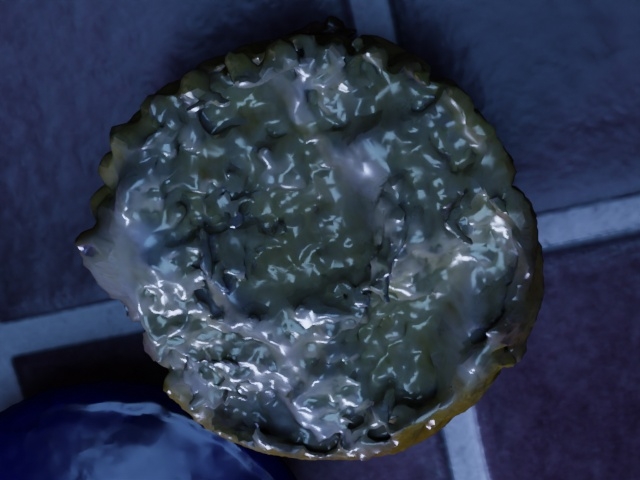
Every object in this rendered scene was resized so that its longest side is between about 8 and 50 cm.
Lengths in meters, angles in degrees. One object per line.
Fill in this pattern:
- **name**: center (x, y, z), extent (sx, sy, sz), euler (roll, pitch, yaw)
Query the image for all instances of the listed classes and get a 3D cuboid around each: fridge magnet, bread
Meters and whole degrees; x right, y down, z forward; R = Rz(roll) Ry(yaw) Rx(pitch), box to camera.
- **fridge magnet**: center (-0.134, 0.213, 0.861), extent (0.266, 0.112, 0.265), euler (0, 111, 0)
- **bread**: center (0.000, 0.000, 0.762), extent (0.274, 0.149, 0.274), euler (3, 111, 7)
